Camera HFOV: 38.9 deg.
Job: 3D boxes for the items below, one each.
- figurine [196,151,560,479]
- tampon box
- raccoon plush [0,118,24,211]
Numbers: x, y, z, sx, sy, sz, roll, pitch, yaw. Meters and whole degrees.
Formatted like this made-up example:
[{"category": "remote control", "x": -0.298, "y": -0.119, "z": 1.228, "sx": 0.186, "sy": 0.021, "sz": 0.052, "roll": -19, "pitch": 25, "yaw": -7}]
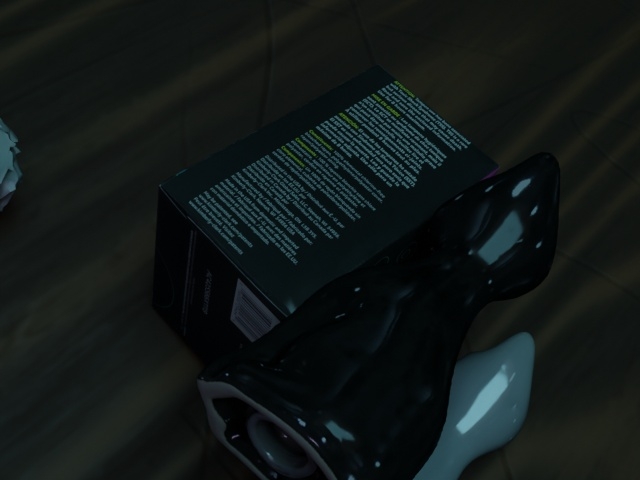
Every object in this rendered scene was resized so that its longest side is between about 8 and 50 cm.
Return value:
[{"category": "figurine", "x": 0.054, "y": 0.084, "z": 0.464, "sx": 0.092, "sy": 0.215, "sz": 0.209, "roll": 29, "pitch": 52, "yaw": 31}, {"category": "tampon box", "x": 0.000, "y": 0.000, "z": 0.515, "sx": 0.161, "sy": 0.120, "sz": 0.101, "roll": -33, "pitch": 66, "yaw": -30}, {"category": "raccoon plush", "x": -0.309, "y": -0.238, "z": 0.557, "sx": 0.446, "sy": 0.216, "sz": 0.299, "roll": 54, "pitch": 40, "yaw": -21}]
